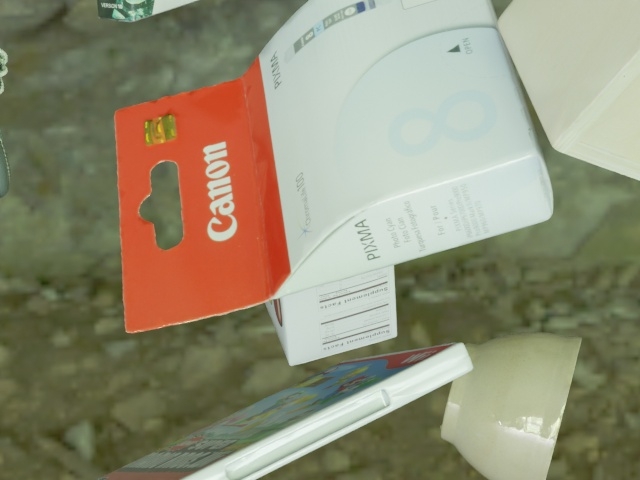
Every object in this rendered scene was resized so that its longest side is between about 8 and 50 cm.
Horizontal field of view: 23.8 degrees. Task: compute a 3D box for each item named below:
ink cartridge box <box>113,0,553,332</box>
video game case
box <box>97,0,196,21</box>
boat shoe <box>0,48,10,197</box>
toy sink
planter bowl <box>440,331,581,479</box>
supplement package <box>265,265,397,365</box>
[{"bbox_3d":[-0.012,-0.099,1.367,0.385,0.091,0.308,-15,46,5],"label":"ink cartridge box"},{"bbox_3d":[-0.050,0.148,1.134,0.285,0.025,0.204,-23,2,-27],"label":"video game case"},{"bbox_3d":[-0.160,-0.412,1.611,0.058,0.322,0.232,8,23,30],"label":"box"},{"bbox_3d":[-0.342,-0.167,1.496,0.099,0.319,0.116,-37,51,-28],"label":"boat shoe"},{"bbox_3d":[0.268,-0.181,1.143,0.131,0.234,0.153,15,39,-32],"label":"toy sink"},{"bbox_3d":[0.177,0.158,1.454,0.109,0.162,0.162,14,13,11],"label":"planter bowl"},{"bbox_3d":[0.000,0.000,1.703,0.134,0.244,0.139,-15,44,-10],"label":"supplement package"}]
